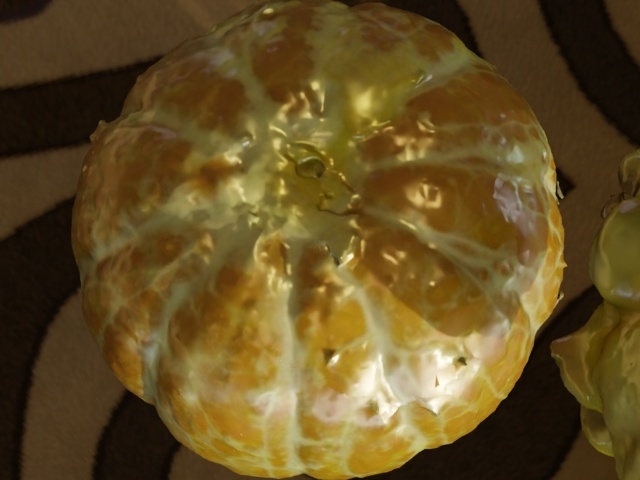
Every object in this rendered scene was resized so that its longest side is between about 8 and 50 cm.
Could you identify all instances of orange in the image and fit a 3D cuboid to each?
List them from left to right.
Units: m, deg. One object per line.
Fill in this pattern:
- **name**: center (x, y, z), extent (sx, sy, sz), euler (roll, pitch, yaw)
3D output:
- **orange**: center (0.000, 0.000, 0.851), extent (0.329, 0.249, 0.329), euler (-2, 79, 9)

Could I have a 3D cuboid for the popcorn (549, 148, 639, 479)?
- **popcorn**: center (0.243, 0.055, 0.636), extent (0.215, 0.252, 0.286), euler (52, 51, -31)
